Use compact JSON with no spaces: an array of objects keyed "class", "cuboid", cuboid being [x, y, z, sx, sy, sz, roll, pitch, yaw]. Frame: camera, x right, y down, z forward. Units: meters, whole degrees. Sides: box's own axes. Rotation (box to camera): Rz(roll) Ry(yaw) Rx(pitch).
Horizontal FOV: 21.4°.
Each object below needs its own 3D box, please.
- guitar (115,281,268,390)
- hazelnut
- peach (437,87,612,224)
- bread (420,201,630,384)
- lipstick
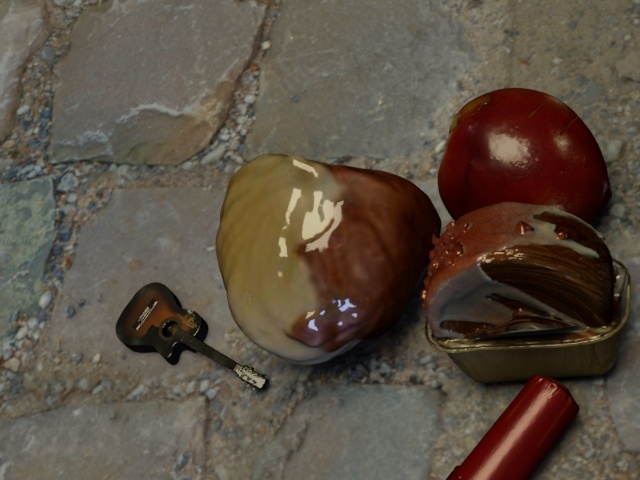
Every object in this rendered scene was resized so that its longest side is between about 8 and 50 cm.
[{"class":"guitar","cuboid":[-0.151,0.126,2.039,0.233,0.025,0.088,26,74,33]},{"class":"hazelnut","cuboid":[0.000,0.000,1.914,0.261,0.241,0.261,-11,52,14]},{"class":"peach","cuboid":[0.232,-0.078,1.897,0.197,0.197,0.197,-12,57,18]},{"class":"bread","cuboid":[0.213,0.063,1.791,0.224,0.212,0.142,-6,47,20]},{"class":"lipstick","cuboid":[0.168,0.264,1.781,0.073,0.073,0.280,32,78,35]}]
